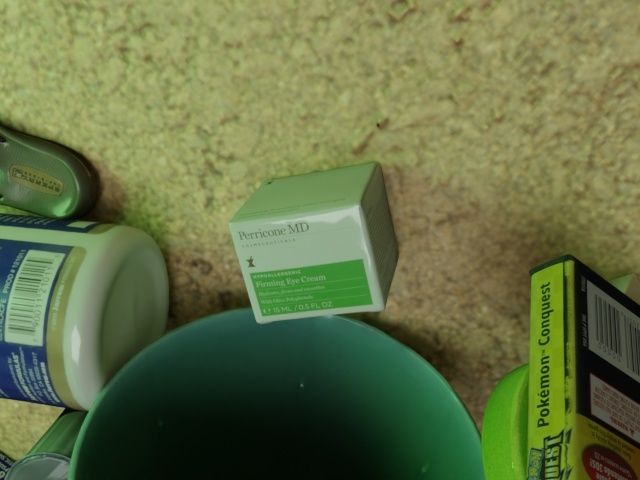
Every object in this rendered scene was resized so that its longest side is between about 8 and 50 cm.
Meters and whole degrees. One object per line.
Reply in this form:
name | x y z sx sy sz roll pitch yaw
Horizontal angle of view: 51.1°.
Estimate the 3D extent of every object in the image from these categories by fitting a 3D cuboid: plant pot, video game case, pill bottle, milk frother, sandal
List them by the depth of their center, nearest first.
video game case | 0.224 0.175 0.406 0.275 0.248 0.035 31 142 -24
plant pot | -0.037 0.238 0.539 0.293 0.293 0.235 14 129 5
pill bottle | -0.277 0.051 0.563 0.265 0.153 0.153 6 115 10
sandal | -0.302 -0.061 0.568 0.220 0.060 0.089 19 116 2
milk frother | -0.238 0.166 0.617 0.143 0.134 0.129 29 103 -5

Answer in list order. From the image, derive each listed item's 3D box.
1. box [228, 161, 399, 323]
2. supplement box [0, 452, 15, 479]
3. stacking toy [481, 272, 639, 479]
box | 0.000 0.000 0.514 0.101 0.102 0.087 -8 111 16
supplement box | -0.396 0.323 0.674 0.111 0.220 0.114 39 116 -8
stacking toy | 0.199 0.199 0.487 0.130 0.309 0.279 -32 87 46
